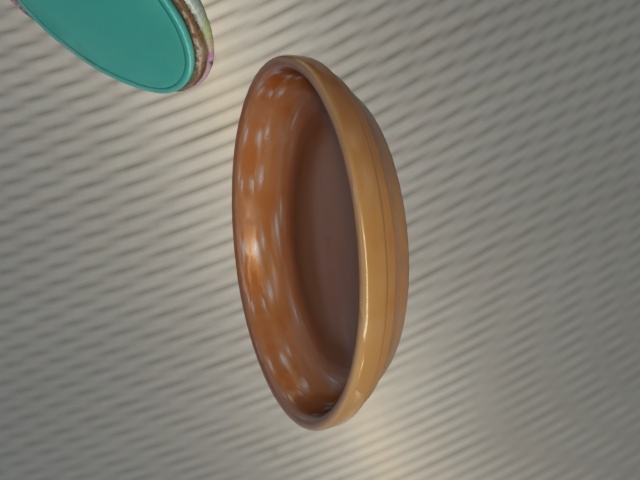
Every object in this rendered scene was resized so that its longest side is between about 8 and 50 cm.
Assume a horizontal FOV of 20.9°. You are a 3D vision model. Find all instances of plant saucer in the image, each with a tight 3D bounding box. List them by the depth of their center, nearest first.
[{"bbox_3d":[0.000,0.000,0.926,0.037,0.200,0.200,-6,128,-21],"label":"plant saucer"}]

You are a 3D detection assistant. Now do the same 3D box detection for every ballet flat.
[{"bbox_3d":[-0.135,-0.151,0.815,0.221,0.079,0.077,30,124,2],"label":"ballet flat"}]
